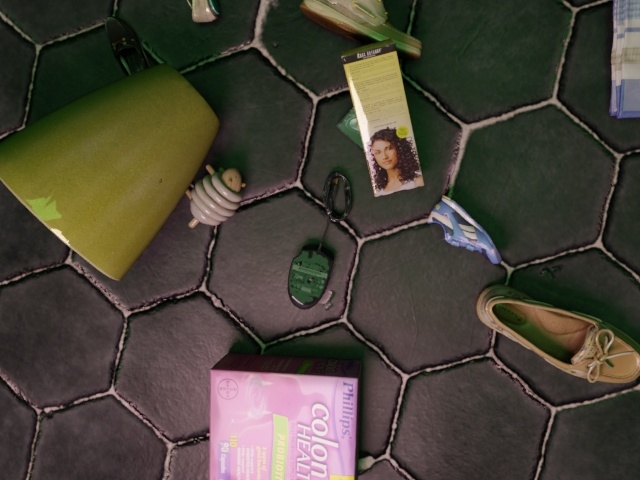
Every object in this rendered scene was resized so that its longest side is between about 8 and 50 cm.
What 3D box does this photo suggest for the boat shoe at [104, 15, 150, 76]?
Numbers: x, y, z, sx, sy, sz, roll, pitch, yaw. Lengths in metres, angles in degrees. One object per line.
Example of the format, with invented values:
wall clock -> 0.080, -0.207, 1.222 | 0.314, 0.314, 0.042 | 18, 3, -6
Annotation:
boat shoe -> -0.334, -0.330, 1.087 | 0.049, 0.042, 0.133 | -28, 89, 9

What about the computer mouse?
computer mouse -> 0.000, 0.000, 1.078 | 0.071, 0.041, 0.242 | 19, 89, -4

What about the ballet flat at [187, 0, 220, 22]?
ballet flat -> -0.214, -0.451, 1.059 | 0.052, 0.057, 0.168 | -11, 92, 17

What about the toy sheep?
toy sheep -> -0.180, -0.071, 1.067 | 0.091, 0.091, 0.132 | 43, 111, 2

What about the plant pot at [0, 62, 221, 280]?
plant pot -> -0.311, -0.136, 1.005 | 0.275, 0.275, 0.293 | 45, 82, 2

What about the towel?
towel -> 0.562, -0.336, 0.993 | 0.209, 0.034, 0.285 | -1, 96, 4

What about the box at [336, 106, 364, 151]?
box -> 0.078, -0.200, 1.061 | 0.067, 0.018, 0.083 | 44, 97, 1

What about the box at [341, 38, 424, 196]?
box -> 0.100, -0.192, 1.003 | 0.087, 0.058, 0.232 | -14, 111, 8

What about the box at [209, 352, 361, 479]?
box -> -0.056, 0.312, 1.061 | 0.242, 0.117, 0.214 | 2, 94, 6

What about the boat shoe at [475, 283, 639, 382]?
boat shoe -> 0.389, 0.159, 1.015 | 0.285, 0.089, 0.105 | 20, 95, 4

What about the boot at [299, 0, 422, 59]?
boot -> 0.094, -0.401, 1.019 | 0.213, 0.077, 0.165 | 27, 94, 4

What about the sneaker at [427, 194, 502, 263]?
sneaker -> 0.238, -0.008, 1.041 | 0.059, 0.053, 0.144 | -46, 80, 6
